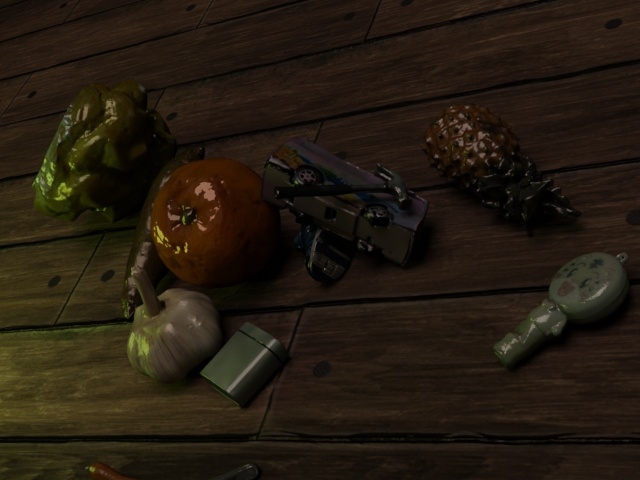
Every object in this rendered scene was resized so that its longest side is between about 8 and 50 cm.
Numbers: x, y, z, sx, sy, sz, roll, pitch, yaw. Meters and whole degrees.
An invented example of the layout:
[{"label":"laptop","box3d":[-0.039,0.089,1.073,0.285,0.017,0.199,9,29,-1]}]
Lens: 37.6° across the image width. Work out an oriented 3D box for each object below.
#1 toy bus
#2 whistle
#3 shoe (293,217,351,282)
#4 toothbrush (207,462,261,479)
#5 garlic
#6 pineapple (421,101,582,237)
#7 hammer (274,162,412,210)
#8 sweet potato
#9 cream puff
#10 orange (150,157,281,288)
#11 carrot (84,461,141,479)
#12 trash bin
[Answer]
[{"label":"toy bus","box3d":[0.050,-0.076,1.760,0.317,0.112,0.138,28,47,12]},{"label":"whistle","box3d":[0.382,0.107,1.466,0.258,0.067,0.126,-38,25,-1]},{"label":"shoe","box3d":[0.000,0.000,1.836,0.106,0.091,0.207,-33,36,33]},{"label":"toothbrush","box3d":[-0.235,0.429,1.569,0.297,0.030,0.030,-22,65,10]},{"label":"garlic","box3d":[-0.297,0.142,1.766,0.199,0.226,0.199,-18,35,13]},{"label":"pineapple","box3d":[0.327,-0.116,1.692,0.169,0.169,0.340,-35,49,-4]},{"label":"hammer","box3d":[0.035,-0.094,1.677,0.247,0.029,0.103,-2,44,-17]},{"label":"sweet potato","box3d":[-0.339,-0.016,2.011,0.131,0.130,0.422,4,63,37]},{"label":"cream puff","box3d":[-0.486,-0.194,2.214,0.378,0.276,0.378,-58,10,17]},{"label":"orange","box3d":[-0.208,-0.035,1.868,0.261,0.261,0.261,-19,40,17]},{"label":"carrot","box3d":[-0.364,0.421,1.664,0.142,0.035,0.035,9,54,32]},{"label":"trash bin","box3d":[-0.138,0.222,1.700,0.130,0.059,0.116,-47,38,-17]}]
